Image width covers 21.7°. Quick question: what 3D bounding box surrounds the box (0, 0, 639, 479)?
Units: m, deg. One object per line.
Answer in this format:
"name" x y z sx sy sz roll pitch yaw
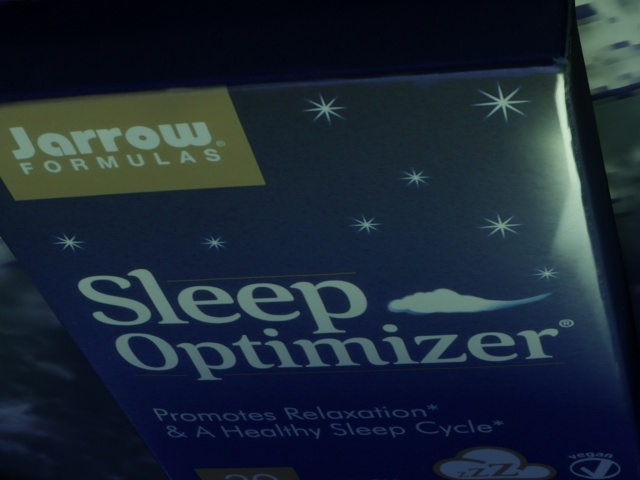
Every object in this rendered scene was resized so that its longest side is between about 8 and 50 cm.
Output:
"box" 0.000 0.000 0.391 0.136 0.036 0.225 -3 143 15
